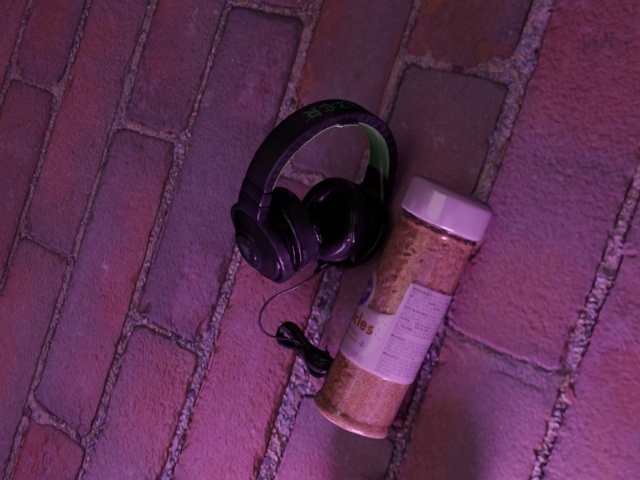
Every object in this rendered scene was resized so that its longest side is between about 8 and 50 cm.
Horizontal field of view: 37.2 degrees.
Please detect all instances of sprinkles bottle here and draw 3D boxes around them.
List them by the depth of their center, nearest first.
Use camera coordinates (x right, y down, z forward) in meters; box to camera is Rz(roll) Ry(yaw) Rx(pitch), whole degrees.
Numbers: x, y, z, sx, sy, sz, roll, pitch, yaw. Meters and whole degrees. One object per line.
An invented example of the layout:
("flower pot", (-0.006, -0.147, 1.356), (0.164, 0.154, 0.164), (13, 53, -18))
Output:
("sprinkles bottle", (0.112, 0.092, 1.310), (0.121, 0.121, 0.356), (30, 101, 37))

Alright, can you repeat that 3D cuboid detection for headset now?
("headset", (0.000, 0.000, 1.352), (0.185, 0.243, 0.394), (42, 129, 38))

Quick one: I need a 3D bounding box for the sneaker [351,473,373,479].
("sneaker", (0.087, 0.374, 1.299), (0.262, 0.099, 0.121), (-21, 65, 32))
